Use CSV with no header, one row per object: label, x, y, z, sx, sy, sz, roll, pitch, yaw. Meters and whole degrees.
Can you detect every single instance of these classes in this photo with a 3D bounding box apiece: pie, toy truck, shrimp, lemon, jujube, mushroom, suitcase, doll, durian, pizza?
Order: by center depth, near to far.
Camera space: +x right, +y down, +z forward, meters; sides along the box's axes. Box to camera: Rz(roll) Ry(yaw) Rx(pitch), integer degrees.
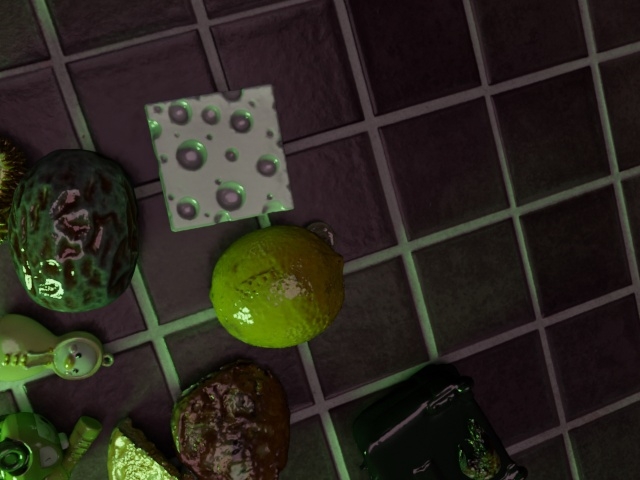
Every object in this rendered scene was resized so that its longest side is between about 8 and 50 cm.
jujube,-0.467,-0.026,1.132,0.215,0.246,0.308,10,111,28
durian,-0.659,-0.104,1.140,0.138,0.183,0.250,11,91,-50
doll,-0.581,0.229,1.200,0.296,0.117,0.141,11,97,-14
toy truck,-0.587,0.459,1.223,0.210,0.148,0.187,14,96,-35
lemon,-0.094,0.099,1.231,0.310,0.258,0.258,-12,100,12
pizza,-0.356,0.543,1.264,0.226,0.086,0.335,-22,85,24
shrimp,0.348,0.474,1.304,0.091,0.034,0.161,-24,103,-4
pie,-0.199,0.420,1.309,0.308,0.085,0.308,4,79,-19
mushroom,0.000,0.000,1.325,0.085,0.079,0.085,-2,100,-11
suitcase,0.270,0.511,1.395,0.339,0.188,0.345,-34,105,-8

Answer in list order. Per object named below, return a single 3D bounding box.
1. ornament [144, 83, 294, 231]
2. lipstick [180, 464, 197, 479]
ornament,-0.203,-0.165,1.176,0.240,0.240,0.239,-13,99,-11
lipstick,-0.308,0.585,1.333,0.061,0.068,0.274,9,88,-15
